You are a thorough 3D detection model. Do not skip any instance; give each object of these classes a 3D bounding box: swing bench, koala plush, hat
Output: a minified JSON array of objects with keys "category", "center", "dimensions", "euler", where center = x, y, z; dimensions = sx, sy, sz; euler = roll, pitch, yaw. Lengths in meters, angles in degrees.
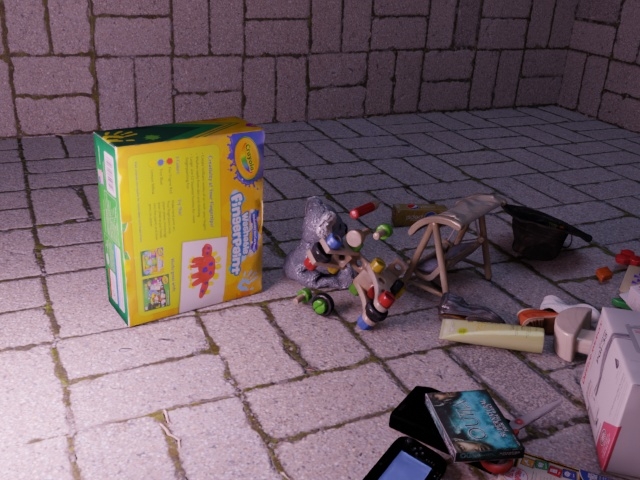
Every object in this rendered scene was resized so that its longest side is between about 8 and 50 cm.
[{"category":"swing bench","center":[0.360,0.008,1.832],"dimensions":[0.165,0.255,0.253],"euler":[22,30,36]},{"category":"koala plush","center":[0.000,0.000,1.841],"dimensions":[0.203,0.221,0.196],"euler":[-3,26,-13]},{"category":"hat","center":[0.658,-0.015,2.072],"dimensions":[0.331,0.134,0.331],"euler":[20,15,-6]}]

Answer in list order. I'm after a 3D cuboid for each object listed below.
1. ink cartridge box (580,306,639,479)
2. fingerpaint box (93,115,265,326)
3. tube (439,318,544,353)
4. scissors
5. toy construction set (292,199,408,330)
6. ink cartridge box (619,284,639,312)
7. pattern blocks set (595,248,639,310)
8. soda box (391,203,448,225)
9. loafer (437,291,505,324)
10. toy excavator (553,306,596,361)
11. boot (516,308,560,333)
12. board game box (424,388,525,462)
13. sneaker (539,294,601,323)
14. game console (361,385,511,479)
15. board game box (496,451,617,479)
[{"category":"ink cartridge box","center":[0.603,0.289,1.308],"dimensions":[0.117,0.207,0.283],"euler":[9,24,8]},{"category":"fingerpaint box","center":[-0.334,-0.058,1.654],"dimensions":[0.371,0.445,0.163],"euler":[-14,29,-32]},{"category":"tube","center":[0.407,0.224,1.608],"dimensions":[0.240,0.062,0.070],"euler":[5,-16,15]},{"category":"scissors","center":[0.355,0.346,1.271],"dimensions":[0.109,0.021,0.297],"euler":[16,27,36]},{"category":"toy construction set","center":[0.118,0.044,1.700],"dimensions":[0.257,0.309,0.237],"euler":[25,26,23]},{"category":"ink cartridge box","center":[0.874,0.163,1.749],"dimensions":[0.104,0.060,0.180],"euler":[-9,34,-9]},{"category":"pattern blocks set","center":[0.931,0.130,1.907],"dimensions":[0.285,0.026,0.325],"euler":[22,34,33]},{"category":"soda box","center":[0.333,-0.086,2.267],"dimensions":[0.181,0.061,0.058],"euler":[0,25,-8]},{"category":"loafer","center":[0.376,0.191,1.690],"dimensions":[0.170,0.062,0.061],"euler":[21,68,20]},{"category":"toy excavator","center":[0.825,0.221,1.521],"dimensions":[0.445,0.222,0.433],"euler":[-19,30,-24]},{"category":"boot","center":[0.574,0.197,1.690],"dimensions":[0.157,0.059,0.084],"euler":[0,20,-5]},{"category":"board game box","center":[0.277,0.336,1.236],"dimensions":[0.126,0.026,0.186],"euler":[-2,20,-8]},{"category":"sneaker","center":[0.638,0.189,1.730],"dimensions":[0.152,0.054,0.061],"euler":[14,35,34]},{"category":"game console","center":[0.196,0.394,1.221],"dimensions":[0.213,0.044,0.361],"euler":[18,29,28]},{"category":"board game box","center":[0.397,0.438,1.146],"dimensions":[0.193,0.045,0.147],"euler":[14,26,21]}]
